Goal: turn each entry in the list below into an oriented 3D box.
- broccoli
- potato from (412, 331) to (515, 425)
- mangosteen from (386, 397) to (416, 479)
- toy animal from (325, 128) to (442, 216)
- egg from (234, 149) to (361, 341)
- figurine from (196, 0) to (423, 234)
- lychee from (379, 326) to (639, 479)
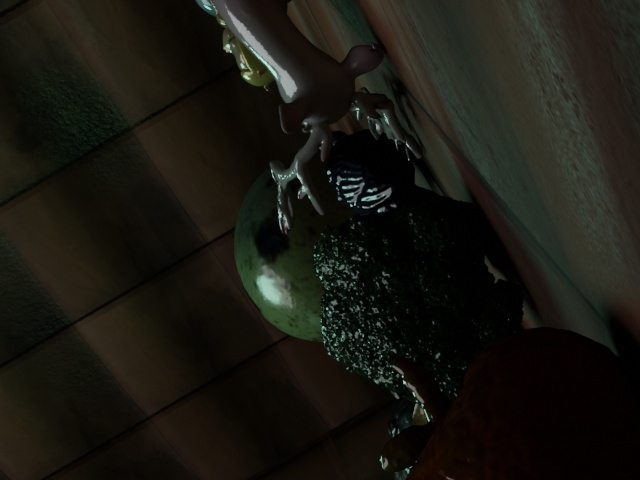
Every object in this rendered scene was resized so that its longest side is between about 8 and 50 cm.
[{"bbox_3d":[0.130,0.070,1.502,0.269,0.254,0.269,17,-110,-59],"label":"broccoli"},{"bbox_3d":[0.232,0.214,1.692,0.158,0.203,0.178,32,173,26],"label":"potato"},{"bbox_3d":[0.258,0.347,2.154,0.297,0.293,0.297,10,-90,-85],"label":"mangosteen"},{"bbox_3d":[0.085,-0.073,1.778,0.185,0.122,0.298,60,179,-12],"label":"toy animal"},{"bbox_3d":[0.000,0.000,2.444,0.345,0.345,0.428,60,-172,-46],"label":"egg"},{"bbox_3d":[-0.011,-0.198,1.526,0.284,0.206,0.316,76,170,-69],"label":"figurine"},{"bbox_3d":[0.175,0.195,1.047,0.300,0.255,0.255,29,174,10],"label":"lychee"}]
